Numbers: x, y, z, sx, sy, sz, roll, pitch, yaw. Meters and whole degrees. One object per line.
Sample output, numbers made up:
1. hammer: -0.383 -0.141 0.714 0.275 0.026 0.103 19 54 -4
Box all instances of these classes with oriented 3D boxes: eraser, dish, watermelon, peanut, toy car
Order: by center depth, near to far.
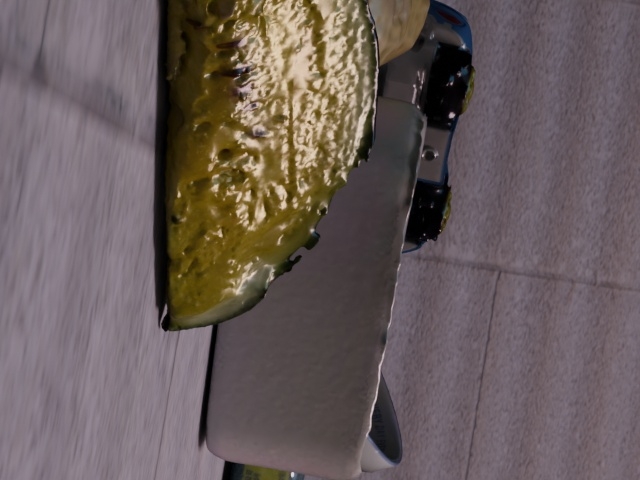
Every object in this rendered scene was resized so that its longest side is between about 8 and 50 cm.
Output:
1. watermelon: -0.046 -0.078 0.656 0.129 0.123 0.301 -35 146 -39
2. peanut: 0.018 -0.196 0.985 0.290 0.130 0.130 -51 150 -75
3. eraser: 0.000 0.000 1.062 0.331 0.150 0.331 12 90 -88
4. toy car: 0.067 -0.131 1.359 0.166 0.198 0.314 -66 165 -52
5. dish: -0.020 0.158 1.417 0.273 0.134 0.273 62 9 -18

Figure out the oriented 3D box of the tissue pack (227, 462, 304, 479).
1. tissue pack: -0.076 0.355 1.350 0.185 0.081 0.257 44 57 -87
